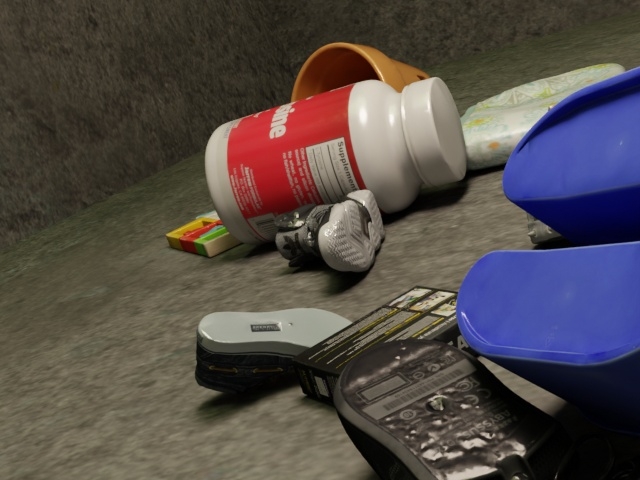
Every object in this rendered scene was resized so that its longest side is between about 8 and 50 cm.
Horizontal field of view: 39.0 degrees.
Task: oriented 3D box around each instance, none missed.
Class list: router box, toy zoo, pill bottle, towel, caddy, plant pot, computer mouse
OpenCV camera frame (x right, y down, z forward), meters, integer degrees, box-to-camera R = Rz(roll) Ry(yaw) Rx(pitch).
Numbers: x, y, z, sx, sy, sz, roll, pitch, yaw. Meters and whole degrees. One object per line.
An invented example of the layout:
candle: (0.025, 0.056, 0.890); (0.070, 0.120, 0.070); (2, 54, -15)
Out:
router box: (0.079, 0.107, 0.912); (0.179, 0.046, 0.133); (-27, 16, -28)
toy zoo: (-0.195, -0.029, 1.827); (0.192, 0.030, 0.293); (-26, 15, -23)
pill bottle: (0.028, -0.139, 1.541); (0.407, 0.229, 0.229); (-13, 15, 23)
towel: (0.413, -0.234, 1.675); (0.320, 0.090, 0.374); (-15, 15, 22)
caddy: (0.251, 0.015, 0.627); (0.241, 0.179, 0.341); (-67, 16, -11)
plant pot: (0.106, -0.240, 1.783); (0.203, 0.291, 0.291); (-9, 4, -41)
computer mouse: (0.097, 0.161, 0.655); (0.188, 0.072, 0.272); (-21, 26, -14)

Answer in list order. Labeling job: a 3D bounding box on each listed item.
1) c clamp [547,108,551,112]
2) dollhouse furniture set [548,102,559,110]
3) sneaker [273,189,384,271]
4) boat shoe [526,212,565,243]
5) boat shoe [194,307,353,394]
c clamp: (0.350, -0.146, 1.138); (0.160, 0.022, 0.137); (-8, 47, -10)
dollhouse furniture set: (0.392, -0.118, 1.269); (0.129, 0.129, 0.184); (-18, -16, 1)
sneaker: (0.000, 0.000, 1.326); (0.153, 0.101, 0.268); (-16, 9, 17)
boat shoe: (0.365, -0.037, 1.007); (0.118, 0.103, 0.320); (-9, 10, -42)
boat shoe: (-0.047, 0.123, 0.991); (0.183, 0.083, 0.065); (4, 39, -12)
